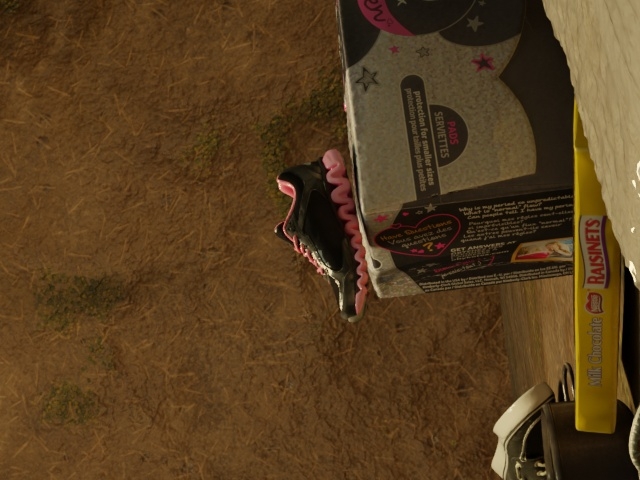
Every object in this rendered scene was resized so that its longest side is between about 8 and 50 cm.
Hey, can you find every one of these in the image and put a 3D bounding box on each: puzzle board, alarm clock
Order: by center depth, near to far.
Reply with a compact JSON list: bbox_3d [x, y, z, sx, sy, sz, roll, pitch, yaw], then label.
[{"bbox_3d":[0.177,0.071,0.721,0.128,0.011,0.096,75,-172,-51],"label":"puzzle board"},{"bbox_3d":[0.170,0.148,0.828,0.192,0.064,0.129,-95,-5,-50],"label":"alarm clock"}]

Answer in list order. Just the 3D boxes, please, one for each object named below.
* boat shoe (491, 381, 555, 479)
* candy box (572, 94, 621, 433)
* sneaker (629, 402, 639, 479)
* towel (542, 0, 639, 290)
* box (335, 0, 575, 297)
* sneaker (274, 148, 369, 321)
[{"bbox_3d":[0.240,0.226,1.487,0.070,0.078,0.219,47,164,25],"label":"boat shoe"},{"bbox_3d":[0.151,-0.001,0.732,0.105,0.027,0.206,-73,-19,-46],"label":"candy box"},{"bbox_3d":[0.164,0.100,0.654,0.037,0.032,0.083,-89,-9,-61],"label":"sneaker"},{"bbox_3d":[0.108,-0.130,0.477,0.282,0.049,0.187,-94,-4,-45],"label":"towel"},{"bbox_3d":[0.097,-0.105,0.965,0.142,0.163,0.247,76,-173,-62],"label":"box"},{"bbox_3d":[0.000,0.000,0.885,0.047,0.057,0.119,85,173,-69],"label":"sneaker"}]
